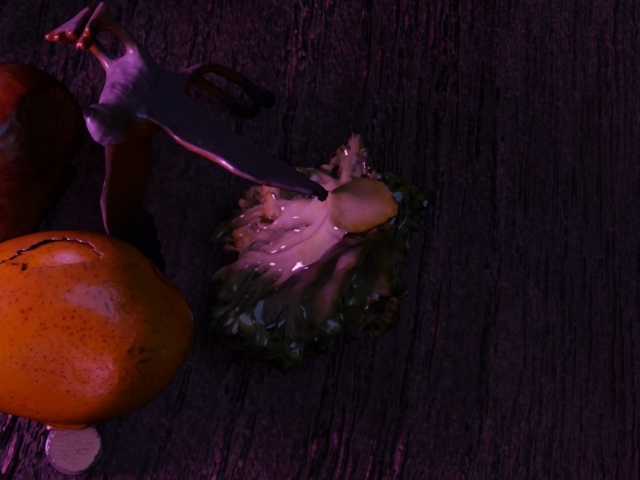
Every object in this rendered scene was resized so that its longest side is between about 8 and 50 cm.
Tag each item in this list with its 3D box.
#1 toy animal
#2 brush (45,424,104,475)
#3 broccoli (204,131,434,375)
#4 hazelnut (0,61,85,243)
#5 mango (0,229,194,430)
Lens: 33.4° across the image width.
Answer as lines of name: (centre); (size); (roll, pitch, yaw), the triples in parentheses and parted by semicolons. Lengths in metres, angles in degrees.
toy animal: (-0.151, -0.157, 1.151); (0.302, 0.225, 0.284); (47, 30, -35)
brush: (-0.246, 0.123, 1.170); (0.062, 0.027, 0.266); (13, 70, -12)
broccoli: (0.000, 0.000, 1.218); (0.248, 0.245, 0.288); (15, 57, -6)
hazelnut: (-0.340, -0.087, 1.096); (0.178, 0.178, 0.204); (16, 97, -26)
mango: (-0.273, 0.084, 1.067); (0.290, 0.191, 0.160); (-6, 35, -7)
